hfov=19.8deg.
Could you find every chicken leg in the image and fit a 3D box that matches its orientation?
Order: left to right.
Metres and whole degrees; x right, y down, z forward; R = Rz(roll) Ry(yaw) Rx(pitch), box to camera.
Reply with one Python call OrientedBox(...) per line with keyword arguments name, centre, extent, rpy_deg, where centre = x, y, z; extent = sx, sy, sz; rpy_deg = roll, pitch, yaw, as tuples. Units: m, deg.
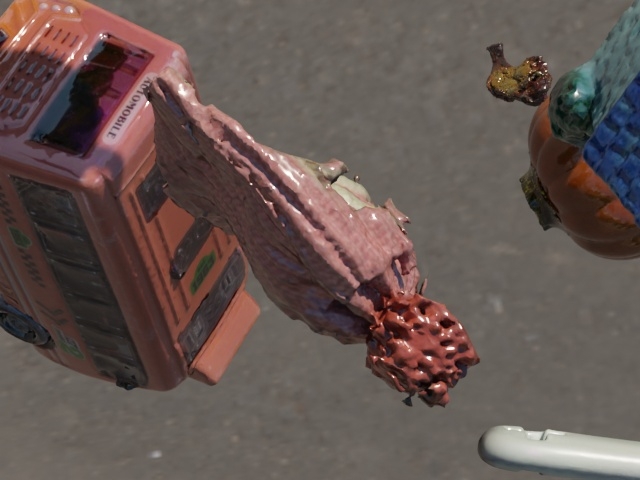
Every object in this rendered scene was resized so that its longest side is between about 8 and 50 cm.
OrientedBox(name="chicken leg", centre=(0.207, -0.178, 1.977), extent=(0.037, 0.145, 0.062), rpy_deg=(30, 92, -28))

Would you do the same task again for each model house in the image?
OrientedBox(name="model house", centre=(0.387, -0.075, 1.593), extent=(0.295, 0.251, 0.329), rpy_deg=(32, 21, -13))

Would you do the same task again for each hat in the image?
OrientedBox(name="hat", centre=(0.000, 0.000, 1.264), extent=(0.286, 0.236, 0.107), rpy_deg=(43, 85, 20))

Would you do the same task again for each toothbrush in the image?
OrientedBox(name="toothbrush", centre=(0.243, 0.102, 0.611), extent=(0.386, 0.040, 0.040), rpy_deg=(7, 73, 3))

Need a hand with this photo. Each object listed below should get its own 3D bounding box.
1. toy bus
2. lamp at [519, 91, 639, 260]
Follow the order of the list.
OrientedBox(name="toy bus", centre=(-0.206, -0.030, 1.761), extent=(0.203, 0.233, 0.427), rpy_deg=(-58, 157, -25))
OrientedBox(name="lamp", centre=(0.331, -0.083, 2.127), extent=(0.223, 0.196, 0.223), rpy_deg=(58, 14, -23))
